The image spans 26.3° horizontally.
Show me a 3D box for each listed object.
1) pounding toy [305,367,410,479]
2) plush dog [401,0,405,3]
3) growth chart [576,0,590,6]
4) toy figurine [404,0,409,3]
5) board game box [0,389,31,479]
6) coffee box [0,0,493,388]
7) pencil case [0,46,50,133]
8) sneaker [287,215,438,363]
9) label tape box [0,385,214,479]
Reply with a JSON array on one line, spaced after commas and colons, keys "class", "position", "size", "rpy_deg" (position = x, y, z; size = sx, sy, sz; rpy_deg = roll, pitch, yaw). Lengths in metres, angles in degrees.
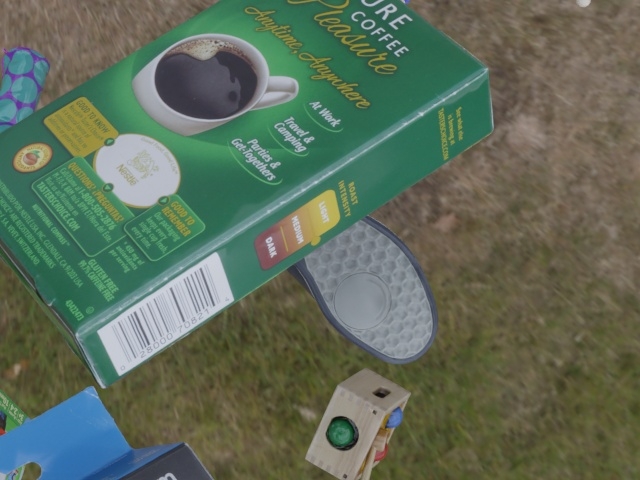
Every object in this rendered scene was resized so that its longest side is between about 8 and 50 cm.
[{"class": "pounding toy", "position": [0.052, 0.253, 1.742], "size": [0.100, 0.141, 0.130], "rpy_deg": [27, 105, 16]}, {"class": "plush dog", "position": [-0.017, -0.152, 1.285], "size": [0.210, 0.262, 0.225], "rpy_deg": [38, 66, 13]}, {"class": "growth chart", "position": [0.343, -0.343, 1.538], "size": [0.172, 0.237, 0.021], "rpy_deg": [-35, 112, 31]}, {"class": "toy figurine", "position": [0.077, -0.358, 1.892], "size": [0.191, 0.217, 0.362], "rpy_deg": [13, 103, 13]}, {"class": "board game box", "position": [-0.417, 0.284, 1.644], "size": [0.039, 0.211, 0.160], "rpy_deg": [2, 148, 20]}, {"class": "coffee box", "position": [-0.037, -0.035, 0.528], "size": [0.184, 0.113, 0.040], "rpy_deg": [-35, 142, -16]}, {"class": "pencil case", "position": [-0.424, -0.189, 1.887], "size": [0.070, 0.064, 0.152], "rpy_deg": [14, 66, 0]}, {"class": "sneaker", "position": [0.001, -0.002, 1.102], "size": [0.086, 0.163, 0.226], "rpy_deg": [-43, 96, 0]}, {"class": "label tape box", "position": [-0.183, 0.284, 1.094], "size": [0.249, 0.115, 0.348], "rpy_deg": [-27, 70, -32]}]
